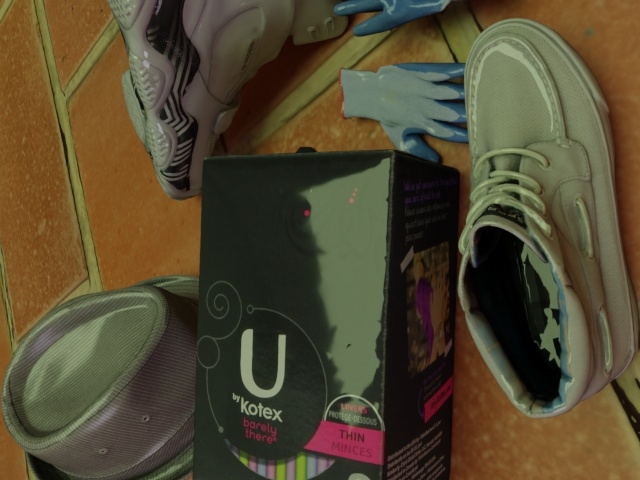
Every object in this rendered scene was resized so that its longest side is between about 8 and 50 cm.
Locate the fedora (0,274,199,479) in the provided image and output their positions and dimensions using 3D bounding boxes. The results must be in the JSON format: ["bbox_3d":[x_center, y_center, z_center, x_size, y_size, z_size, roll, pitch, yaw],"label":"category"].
[{"bbox_3d":[-0.206,0.130,0.619,0.276,0.124,0.243,-32,57,-2],"label":"fedora"}]

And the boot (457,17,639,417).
[{"bbox_3d":[0.133,-0.024,0.382,0.095,0.123,0.258,-19,84,37],"label":"boot"}]

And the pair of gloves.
[{"bbox_3d":[0.070,-0.160,0.499,0.159,0.023,0.198,18,119,40],"label":"pair of gloves"}]

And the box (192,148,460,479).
[{"bbox_3d":[0.008,0.071,0.481,0.165,0.143,0.270,2,91,31],"label":"box"}]

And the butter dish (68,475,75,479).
[{"bbox_3d":[-0.226,0.217,0.732,0.118,0.160,0.160,-42,58,6],"label":"butter dish"}]

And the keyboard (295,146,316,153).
[{"bbox_3d":[0.000,0.000,0.598,0.108,0.023,0.180,-54,54,27],"label":"keyboard"}]

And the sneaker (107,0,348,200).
[{"bbox_3d":[-0.092,-0.186,0.624,0.137,0.210,0.365,60,159,27],"label":"sneaker"}]
